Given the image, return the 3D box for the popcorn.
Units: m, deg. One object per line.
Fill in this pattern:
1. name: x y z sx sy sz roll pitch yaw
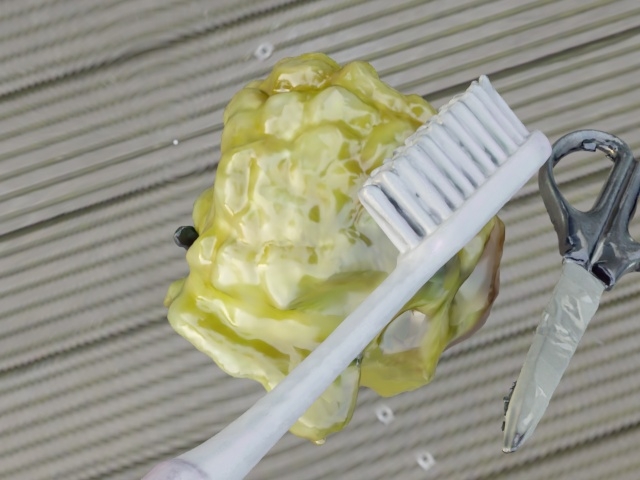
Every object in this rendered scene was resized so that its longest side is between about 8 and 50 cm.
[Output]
1. popcorn: 0.002 0.001 0.972 0.169 0.218 0.189 34 93 35

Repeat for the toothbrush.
1. toothbrush: -0.055 0.071 0.370 0.029 0.024 0.354 49 58 -5

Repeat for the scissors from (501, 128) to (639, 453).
1. scissors: 0.156 0.029 1.053 0.109 0.300 0.022 27 134 4
